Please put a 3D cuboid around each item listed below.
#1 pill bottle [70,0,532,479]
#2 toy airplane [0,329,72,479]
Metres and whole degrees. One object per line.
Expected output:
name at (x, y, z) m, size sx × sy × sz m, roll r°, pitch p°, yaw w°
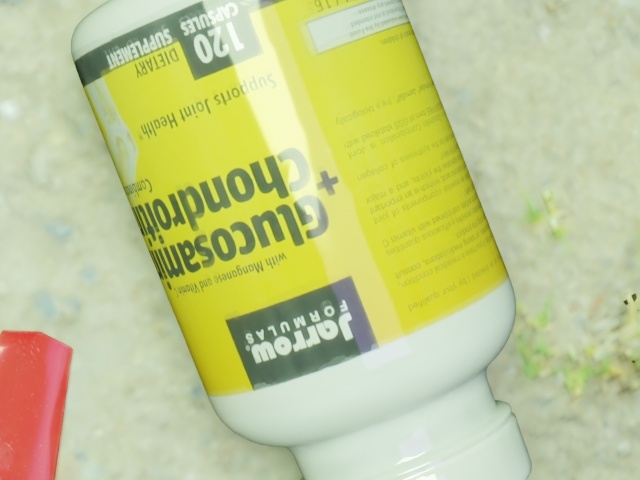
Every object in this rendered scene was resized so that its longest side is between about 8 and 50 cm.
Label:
pill bottle at (0.000, 0.000, 0.562) m, size 0.103 × 0.103 × 0.184 m, roll -23°, pitch 94°, yaw -14°
toy airplane at (-0.131, 0.092, 0.563) m, size 0.151 × 0.028 × 0.151 m, roll 1°, pitch 87°, yaw -16°
